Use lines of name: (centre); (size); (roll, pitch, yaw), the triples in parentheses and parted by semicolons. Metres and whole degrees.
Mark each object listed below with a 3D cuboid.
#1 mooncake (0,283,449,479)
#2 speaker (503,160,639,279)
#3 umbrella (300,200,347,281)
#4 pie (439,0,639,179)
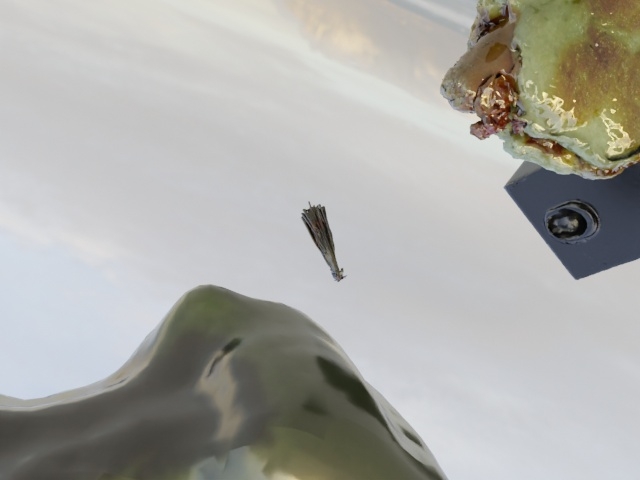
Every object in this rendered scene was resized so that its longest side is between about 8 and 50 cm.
mooncake: (-0.097, 0.197, 0.450); (0.351, 0.351, 0.187); (18, -173, -19)
speaker: (0.415, -0.108, 1.151); (0.184, 0.254, 0.232); (51, -128, -9)
umbrella: (0.002, 0.000, 0.716); (0.020, 0.031, 0.083); (-4, -129, -33)
pie: (0.265, -0.196, 0.860); (0.257, 0.274, 0.105); (22, -179, -15)
